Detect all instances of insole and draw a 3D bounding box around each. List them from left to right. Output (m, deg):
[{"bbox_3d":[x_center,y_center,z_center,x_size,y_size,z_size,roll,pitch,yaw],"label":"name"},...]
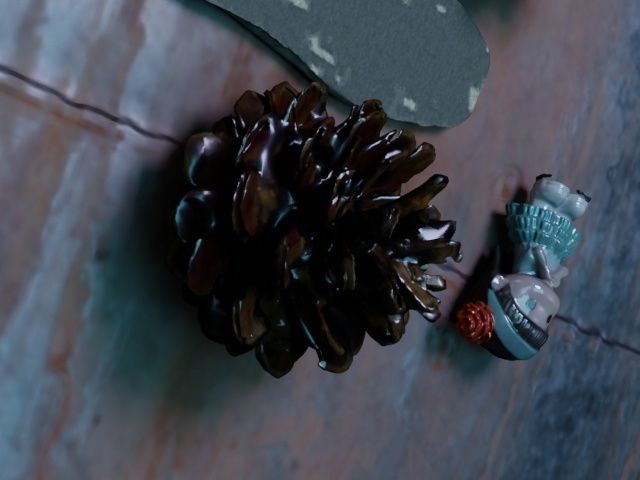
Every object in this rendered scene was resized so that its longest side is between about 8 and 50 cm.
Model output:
[{"bbox_3d":[-0.001,-0.120,0.747,0.248,0.011,0.081,27,79,-39],"label":"insole"}]

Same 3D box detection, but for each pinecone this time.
[{"bbox_3d":[0.000,-0.002,0.695,0.140,0.121,0.140,-23,119,-50],"label":"pinecone"}]

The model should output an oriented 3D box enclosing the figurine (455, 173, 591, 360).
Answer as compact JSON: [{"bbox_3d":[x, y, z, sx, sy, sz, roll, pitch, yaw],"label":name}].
[{"bbox_3d":[0.111,0.015,0.838,0.060,0.047,0.106,39,70,-46],"label":"figurine"}]
